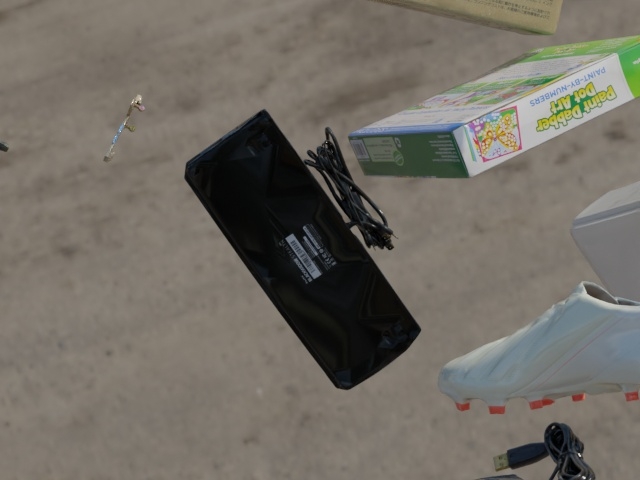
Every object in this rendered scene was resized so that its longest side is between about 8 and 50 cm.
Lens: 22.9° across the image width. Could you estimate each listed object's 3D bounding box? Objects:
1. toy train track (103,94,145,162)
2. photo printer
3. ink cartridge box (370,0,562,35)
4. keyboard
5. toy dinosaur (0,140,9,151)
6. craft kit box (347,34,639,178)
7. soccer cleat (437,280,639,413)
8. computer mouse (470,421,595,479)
[{"bbox_3d":[-0.191,-0.109,1.552,0.014,0.048,0.083,26,56,-4],"label":"toy train track"},{"bbox_3d":[0.436,0.070,1.757,0.107,0.307,0.256,-37,5,-17],"label":"photo printer"},{"bbox_3d":[0.149,-0.333,1.678,0.234,0.193,0.088,10,4,-17],"label":"ink cartridge box"},{"bbox_3d":[0.000,0.000,1.067,0.100,0.192,0.038,-33,9,9],"label":"keyboard"},{"bbox_3d":[-0.368,-0.137,1.282,0.064,0.268,0.118,-57,6,-3],"label":"toy dinosaur"},{"bbox_3d":[0.185,-0.133,1.587,0.246,0.061,0.250,-28,13,-17],"label":"craft kit box"},{"bbox_3d":[0.155,0.066,0.994,0.196,0.076,0.068,-12,-6,43],"label":"soccer cleat"},{"bbox_3d":[0.169,0.268,1.717,0.262,0.060,0.184,-27,10,14],"label":"computer mouse"}]
